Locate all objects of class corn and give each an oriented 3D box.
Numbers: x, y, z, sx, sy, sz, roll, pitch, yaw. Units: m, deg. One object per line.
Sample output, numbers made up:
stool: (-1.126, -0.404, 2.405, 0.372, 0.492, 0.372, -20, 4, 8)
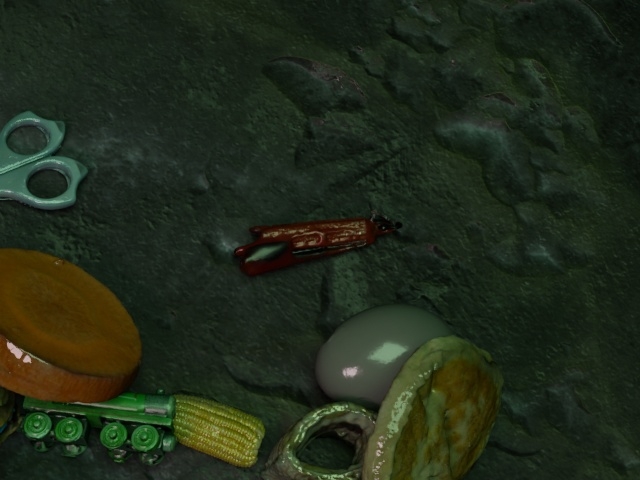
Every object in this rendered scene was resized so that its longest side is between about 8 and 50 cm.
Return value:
corn: (-0.171, 0.297, 1.921, 0.165, 0.063, 0.085, 18, 90, -4)

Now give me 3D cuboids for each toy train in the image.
toy train: (-0.338, 0.270, 1.863, 0.251, 0.085, 0.119, 6, 61, 2)

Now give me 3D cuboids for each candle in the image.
candle: (0.000, 0.000, 2.079, 0.301, 0.059, 0.084, -9, 83, -14)

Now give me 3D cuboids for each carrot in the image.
carrot: (-0.412, 0.132, 1.845, 0.307, 0.100, 0.258, 26, 29, -4)

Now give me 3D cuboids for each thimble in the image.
thimble: (0.005, 0.332, 1.902, 0.190, 0.143, 0.137, -8, 72, -16)

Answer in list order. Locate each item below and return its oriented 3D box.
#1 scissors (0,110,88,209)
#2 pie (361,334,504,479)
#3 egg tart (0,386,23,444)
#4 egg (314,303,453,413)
scissors: (-0.566, -0.088, 1.998, 0.360, 0.029, 0.191, -24, 72, -19)
pie: (0.168, 0.306, 1.880, 0.077, 0.339, 0.339, 24, 59, 37)
egg tart: (-0.568, 0.211, 1.769, 0.290, 0.107, 0.291, 17, 30, -10)
egg: (0.102, 0.192, 1.963, 0.232, 0.176, 0.176, -9, 71, -13)
